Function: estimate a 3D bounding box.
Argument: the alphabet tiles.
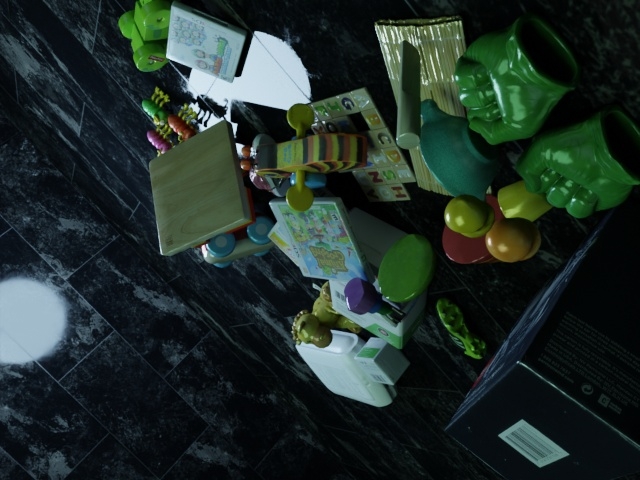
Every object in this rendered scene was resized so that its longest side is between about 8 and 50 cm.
[{"bbox_3d":[0.077,-0.169,1.076,0.198,0.009,0.237,1,131,54],"label":"alphabet tiles"}]

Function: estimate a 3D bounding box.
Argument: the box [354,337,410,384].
[{"bbox_3d":[0.174,0.339,1.598,0.102,0.087,0.101,52,153,-14],"label":"box"}]

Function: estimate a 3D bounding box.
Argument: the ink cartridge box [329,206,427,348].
[{"bbox_3d":[0.127,0.087,1.258,0.202,0.117,0.278,29,150,27],"label":"ink cartridge box"}]

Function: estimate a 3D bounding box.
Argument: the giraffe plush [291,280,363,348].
[{"bbox_3d":[0.004,0.221,1.570,0.210,0.170,0.181,19,145,41],"label":"giraffe plush"}]

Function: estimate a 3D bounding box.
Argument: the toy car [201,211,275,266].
[{"bbox_3d":[-0.240,-0.070,1.533,0.219,0.211,0.237,127,125,-77],"label":"toy car"}]

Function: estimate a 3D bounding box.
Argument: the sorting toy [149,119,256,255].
[{"bbox_3d":[-0.278,-0.117,1.371,0.257,0.255,0.089,-22,160,26],"label":"sorting toy"}]

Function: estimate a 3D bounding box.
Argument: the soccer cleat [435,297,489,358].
[{"bbox_3d":[0.297,0.196,1.247,0.179,0.060,0.072,50,155,-18],"label":"soccer cleat"}]

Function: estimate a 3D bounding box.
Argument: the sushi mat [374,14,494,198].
[{"bbox_3d":[0.182,-0.193,0.879,0.152,0.019,0.316,18,144,40],"label":"sushi mat"}]

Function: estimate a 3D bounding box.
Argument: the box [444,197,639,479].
[{"bbox_3d":[0.370,0.169,0.816,0.179,0.312,0.343,36,152,16],"label":"box"}]

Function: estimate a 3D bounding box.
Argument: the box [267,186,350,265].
[{"bbox_3d":[-0.030,-0.035,1.317,0.114,0.103,0.203,45,154,-1],"label":"box"}]

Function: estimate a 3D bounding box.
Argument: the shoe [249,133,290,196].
[{"bbox_3d":[-0.134,-0.175,1.303,0.081,0.063,0.178,19,149,32],"label":"shoe"}]

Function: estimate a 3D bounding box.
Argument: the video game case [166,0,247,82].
[{"bbox_3d":[-0.227,-0.384,1.112,0.143,0.019,0.157,19,156,-11],"label":"video game case"}]

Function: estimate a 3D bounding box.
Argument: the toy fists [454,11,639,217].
[{"bbox_3d":[0.283,-0.144,0.723,0.279,0.096,0.142,45,155,-6],"label":"toy fists"}]

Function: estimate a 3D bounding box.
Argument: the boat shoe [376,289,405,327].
[{"bbox_3d":[0.117,0.123,1.152,0.125,0.038,0.046,41,-176,12],"label":"boat shoe"}]

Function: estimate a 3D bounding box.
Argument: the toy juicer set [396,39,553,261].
[{"bbox_3d":[0.180,-0.096,0.774,0.329,0.209,0.089,42,137,-13],"label":"toy juicer set"}]

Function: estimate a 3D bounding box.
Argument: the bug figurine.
[{"bbox_3d":[-0.390,-0.266,1.503,0.216,0.072,0.279,43,153,16],"label":"bug figurine"}]

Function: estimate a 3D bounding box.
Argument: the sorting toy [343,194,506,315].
[{"bbox_3d":[0.206,0.058,1.009,0.126,0.126,0.366,27,136,-32],"label":"sorting toy"}]

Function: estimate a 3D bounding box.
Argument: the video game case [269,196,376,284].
[{"bbox_3d":[0.000,0.000,1.160,0.213,0.023,0.193,4,126,49],"label":"video game case"}]

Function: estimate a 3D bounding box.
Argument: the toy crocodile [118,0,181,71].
[{"bbox_3d":[-0.332,-0.451,1.142,0.115,0.105,0.340,64,151,10],"label":"toy crocodile"}]

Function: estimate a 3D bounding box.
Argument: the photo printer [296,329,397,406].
[{"bbox_3d":[0.088,0.395,1.781,0.256,0.107,0.308,54,152,-20],"label":"photo printer"}]

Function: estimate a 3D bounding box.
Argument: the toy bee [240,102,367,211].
[{"bbox_3d":[-0.061,-0.143,1.082,0.298,0.162,0.195,-35,61,43],"label":"toy bee"}]
